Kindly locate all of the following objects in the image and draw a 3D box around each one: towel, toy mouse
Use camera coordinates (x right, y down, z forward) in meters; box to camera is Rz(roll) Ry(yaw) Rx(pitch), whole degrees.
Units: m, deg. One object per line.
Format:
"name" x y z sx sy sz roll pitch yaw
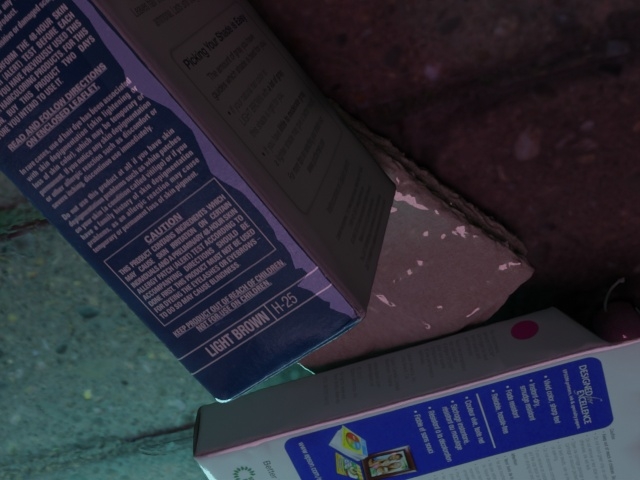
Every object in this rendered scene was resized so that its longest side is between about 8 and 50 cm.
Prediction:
"towel" 0.000 0.000 0.666 0.282 0.049 0.187 35 116 -19
"toy mouse" 0.231 0.104 0.738 0.143 0.031 0.161 20 122 -12

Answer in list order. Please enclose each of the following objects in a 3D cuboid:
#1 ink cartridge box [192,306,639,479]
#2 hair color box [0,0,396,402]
"ink cartridge box" 0.105 0.159 0.704 0.371 0.069 0.176 -16 124 10
"hair color box" -0.108 -0.100 0.489 0.105 0.174 0.347 -33 105 23
